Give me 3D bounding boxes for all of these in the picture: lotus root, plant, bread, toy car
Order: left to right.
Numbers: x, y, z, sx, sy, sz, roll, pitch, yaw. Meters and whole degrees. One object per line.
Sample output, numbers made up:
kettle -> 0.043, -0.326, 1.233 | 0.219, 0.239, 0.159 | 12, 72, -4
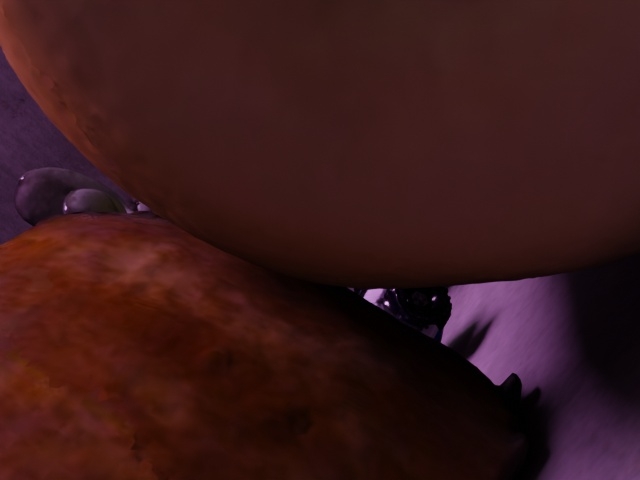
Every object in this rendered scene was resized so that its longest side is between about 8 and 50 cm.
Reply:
lotus root -> -0.084, 0.128, 0.577 | 0.316, 0.250, 0.316 | -54, -6, -8
plant -> -0.135, -0.015, 1.162 | 0.274, 0.146, 0.149 | -11, -52, -53
toy car -> 0.020, 0.076, 0.774 | 0.171, 0.070, 0.080 | -50, 4, 44
bread -> 0.033, -0.122, 0.571 | 0.376, 0.347, 0.253 | -85, 5, -74

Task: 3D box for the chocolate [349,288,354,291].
chocolate -> -0.026, -0.062, 0.997 | 0.137, 0.301, 0.289 | -17, 15, 14
